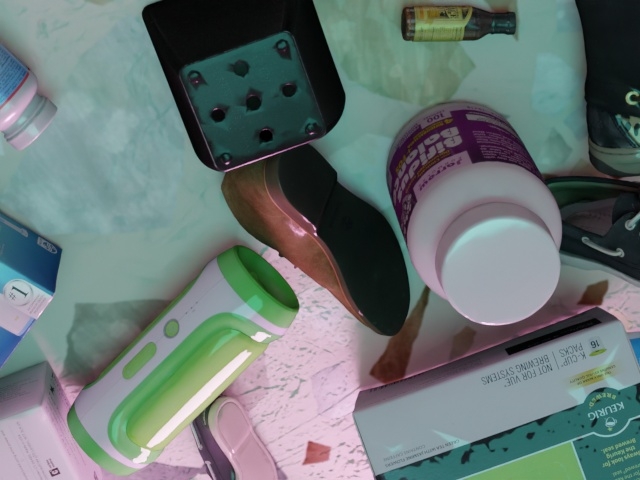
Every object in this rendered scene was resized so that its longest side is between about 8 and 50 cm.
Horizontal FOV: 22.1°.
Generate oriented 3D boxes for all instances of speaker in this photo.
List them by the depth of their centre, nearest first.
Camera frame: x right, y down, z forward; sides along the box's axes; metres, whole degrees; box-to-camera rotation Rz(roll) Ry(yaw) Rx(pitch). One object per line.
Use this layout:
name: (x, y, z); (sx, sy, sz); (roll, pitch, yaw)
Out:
speaker: (-0.163, 0.144, 1.940); (0.131, 0.131, 0.296); (41, 104, -20)

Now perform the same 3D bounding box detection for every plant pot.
plant pot: (-0.077, -0.178, 1.784); (0.187, 0.167, 0.188); (-19, 113, 2)

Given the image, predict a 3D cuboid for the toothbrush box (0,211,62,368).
toothbrush box: (-0.477, 0.039, 1.862); (0.295, 0.126, 0.216); (34, 108, -17)

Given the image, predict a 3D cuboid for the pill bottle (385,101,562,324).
pill bottle: (0.171, -0.029, 1.800); (0.169, 0.301, 0.169); (-2, 114, -5)

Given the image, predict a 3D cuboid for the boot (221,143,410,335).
boot: (0.000, 0.000, 1.924); (0.115, 0.112, 0.305); (-7, 134, 40)

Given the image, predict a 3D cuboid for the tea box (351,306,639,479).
tea box: (0.245, 0.286, 1.939); (0.329, 0.220, 0.323); (-19, 90, 4)

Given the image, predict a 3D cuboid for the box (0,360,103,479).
box: (-0.379, 0.272, 1.977); (0.182, 0.119, 0.181); (-21, 114, 3)

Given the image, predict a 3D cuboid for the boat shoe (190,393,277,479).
boat shoe: (-0.111, 0.276, 2.052); (0.065, 0.075, 0.206); (8, 129, 38)

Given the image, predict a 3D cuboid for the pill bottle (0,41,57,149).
pill bottle: (-0.369, -0.176, 1.798); (0.087, 0.087, 0.160); (-41, 111, 12)

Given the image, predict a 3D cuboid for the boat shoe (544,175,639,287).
boat shoe: (0.352, -0.015, 1.839); (0.114, 0.302, 0.091); (-50, 121, -25)

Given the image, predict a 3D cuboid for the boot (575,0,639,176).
boot: (0.458, -0.247, 1.827); (0.377, 0.138, 0.284); (-15, 117, 8)

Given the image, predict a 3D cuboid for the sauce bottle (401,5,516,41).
sauce bottle: (0.156, -0.245, 1.847); (0.128, 0.042, 0.042); (-2, 114, -8)

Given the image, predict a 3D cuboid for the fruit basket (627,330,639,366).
fruit basket: (0.569, 0.246, 2.012); (0.353, 0.165, 0.327); (-10, 93, 6)
